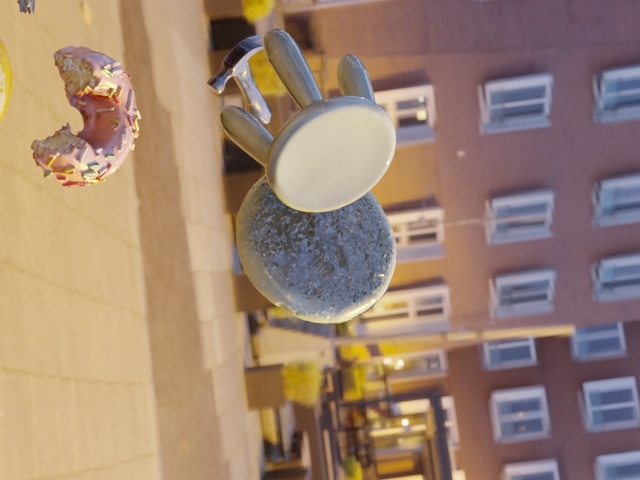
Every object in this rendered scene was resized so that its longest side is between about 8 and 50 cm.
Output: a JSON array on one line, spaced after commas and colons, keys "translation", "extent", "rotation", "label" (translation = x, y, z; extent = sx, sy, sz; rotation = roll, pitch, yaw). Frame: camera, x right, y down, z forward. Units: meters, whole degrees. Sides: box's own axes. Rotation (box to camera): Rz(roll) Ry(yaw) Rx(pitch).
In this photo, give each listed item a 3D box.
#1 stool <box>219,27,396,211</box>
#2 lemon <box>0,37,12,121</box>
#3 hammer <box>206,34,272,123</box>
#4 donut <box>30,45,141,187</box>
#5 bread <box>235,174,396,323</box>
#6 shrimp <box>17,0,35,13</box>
[{"translation": [-0.016, -0.174, 1.620], "extent": [0.195, 0.195, 0.199], "rotation": [-56, -136, 27], "label": "stool"}, {"translation": [-0.523, -0.209, 1.430], "extent": [0.219, 0.240, 0.241], "rotation": [-165, -115, -69], "label": "lemon"}, {"translation": [-0.130, -0.288, 2.094], "extent": [0.037, 0.137, 0.290], "rotation": [38, -6, 15], "label": "hammer"}, {"translation": [-0.373, -0.196, 1.835], "extent": [0.199, 0.085, 0.233], "rotation": [22, 77, -62], "label": "donut"}, {"translation": [0.000, 0.000, 1.705], "extent": [0.040, 0.266, 0.267], "rotation": [140, -53, -62], "label": "bread"}, {"translation": [-0.565, -0.529, 2.165], "extent": [0.099, 0.041, 0.180], "rotation": [5, -86, 51], "label": "shrimp"}]
